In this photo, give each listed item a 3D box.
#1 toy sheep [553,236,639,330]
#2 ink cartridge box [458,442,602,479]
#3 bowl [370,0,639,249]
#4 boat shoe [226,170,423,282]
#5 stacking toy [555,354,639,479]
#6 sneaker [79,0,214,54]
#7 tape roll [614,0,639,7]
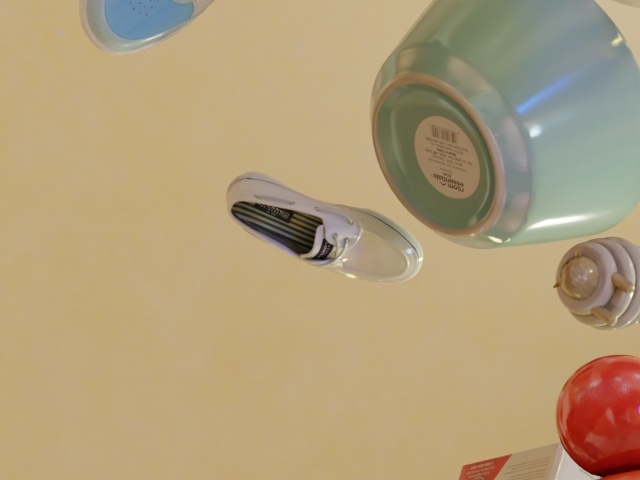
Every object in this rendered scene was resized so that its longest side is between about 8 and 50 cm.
[{"bbox_3d":[0.255,0.039,1.711,0.091,0.132,0.091,-13,-110,41],"label":"toy sheep"},{"bbox_3d":[0.151,0.258,1.535,0.127,0.072,0.175,-22,-139,51],"label":"ink cartridge box"},{"bbox_3d":[0.168,-0.116,2.005,0.311,0.163,0.311,30,-46,36],"label":"bowl"},{"bbox_3d":[0.000,0.000,2.115,0.076,0.226,0.083,-74,-177,-65],"label":"boat shoe"},{"bbox_3d":[0.235,0.240,1.355,0.141,0.141,0.330,142,-58,-62],"label":"stacking toy"},{"bbox_3d":[-0.096,-0.301,1.885,0.319,0.127,0.208,-45,-165,-7],"label":"sneaker"},{"bbox_3d":[0.282,-0.322,1.533,0.169,0.246,0.246,116,-14,-74],"label":"tape roll"}]
